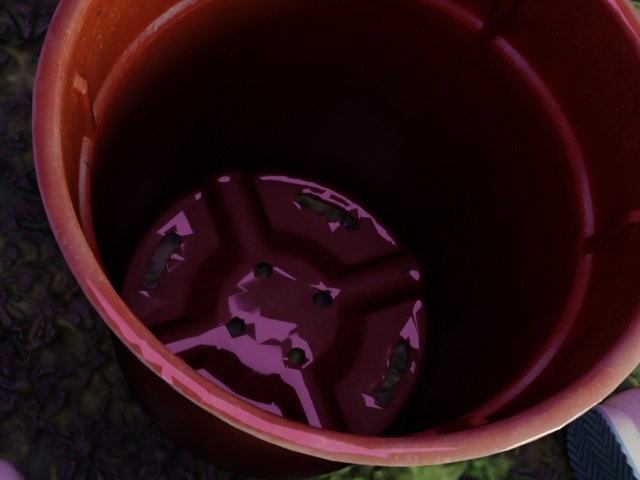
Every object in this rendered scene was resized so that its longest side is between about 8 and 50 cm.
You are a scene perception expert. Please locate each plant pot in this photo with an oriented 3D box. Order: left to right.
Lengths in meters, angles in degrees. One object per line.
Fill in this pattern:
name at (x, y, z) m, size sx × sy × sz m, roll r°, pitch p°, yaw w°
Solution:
plant pot at (0.000, 0.000, 0.568) m, size 0.272 × 0.265 × 0.272 m, roll 4°, pitch 69°, yaw -10°

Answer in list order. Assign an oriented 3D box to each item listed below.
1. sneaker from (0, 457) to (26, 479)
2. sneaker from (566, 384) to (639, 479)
sneaker at (-0.069, 0.217, 0.562) m, size 0.169 × 0.108 × 0.292 m, roll -25°, pitch 86°, yaw -22°
sneaker at (0.233, 0.188, 0.644) m, size 0.092 × 0.087 × 0.228 m, roll -17°, pitch 75°, yaw -20°
